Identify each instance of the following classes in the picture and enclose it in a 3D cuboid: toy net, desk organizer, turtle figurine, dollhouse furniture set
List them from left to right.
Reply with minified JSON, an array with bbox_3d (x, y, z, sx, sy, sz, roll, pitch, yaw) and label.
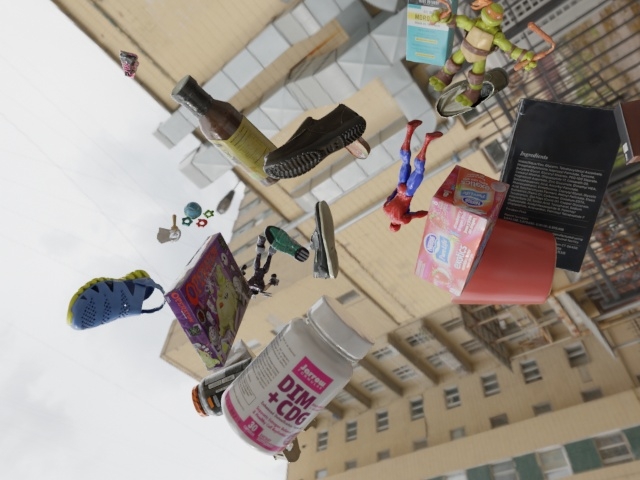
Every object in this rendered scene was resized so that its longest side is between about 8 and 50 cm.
[{"bbox_3d":[-0.496,-0.051,1.714,0.122,0.045,0.232,34,-125,5],"label":"toy net"},{"bbox_3d":[-0.113,0.698,1.675,0.161,0.182,0.101,-30,-89,-35],"label":"dollhouse furniture set"},{"bbox_3d":[0.293,-0.383,0.919,0.269,0.217,0.087,26,-119,4],"label":"turtle figurine"},{"bbox_3d":[0.689,-0.239,1.026,0.047,0.050,0.130,34,-130,-70],"label":"desk organizer"}]

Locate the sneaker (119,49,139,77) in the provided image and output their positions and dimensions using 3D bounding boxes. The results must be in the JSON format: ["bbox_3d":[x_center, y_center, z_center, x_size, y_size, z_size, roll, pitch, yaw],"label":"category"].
[{"bbox_3d":[-0.529,-0.483,1.296,0.047,0.057,0.119,14,179,-10],"label":"sneaker"}]

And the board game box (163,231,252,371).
[{"bbox_3d":[-0.258,0.132,1.151,0.208,0.056,0.347,61,-168,-18],"label":"board game box"}]

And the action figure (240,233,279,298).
[{"bbox_3d":[-0.253,0.122,1.994,0.185,0.285,0.099,16,-173,-18],"label":"action figure"}]

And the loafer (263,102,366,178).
[{"bbox_3d":[-0.019,-0.196,0.924,0.078,0.220,0.080,60,175,21],"label":"loafer"}]

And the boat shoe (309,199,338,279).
[{"bbox_3d":[0.000,0.000,1.367,0.084,0.079,0.233,-31,-62,-64],"label":"boat shoe"}]

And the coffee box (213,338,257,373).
[{"bbox_3d":[-0.251,0.487,1.646,0.246,0.141,0.098,55,169,-27],"label":"coffee box"}]

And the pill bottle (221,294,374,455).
[{"bbox_3d":[-0.040,0.250,0.895,0.160,0.283,0.160,42,-175,-4],"label":"pill bottle"}]

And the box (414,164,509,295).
[{"bbox_3d":[0.302,-0.017,1.030,0.128,0.122,0.257,-48,-27,-34],"label":"box"}]

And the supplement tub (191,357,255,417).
[{"bbox_3d":[-0.253,0.414,1.308,0.117,0.190,0.117,-24,-90,-86],"label":"supplement tub"}]

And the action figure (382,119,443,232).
[{"bbox_3d":[0.228,-0.139,1.095,0.139,0.280,0.091,-19,-132,-36],"label":"action figure"}]

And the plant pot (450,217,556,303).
[{"bbox_3d":[0.499,0.062,1.298,0.275,0.243,0.275,8,-90,-73],"label":"plant pot"}]

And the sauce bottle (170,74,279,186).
[{"bbox_3d":[-0.229,-0.279,1.212,0.344,0.111,0.111,41,-148,-35],"label":"sauce bottle"}]

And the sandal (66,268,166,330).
[{"bbox_3d":[-0.543,0.165,1.289,0.138,0.126,0.317,23,-160,16],"label":"sandal"}]

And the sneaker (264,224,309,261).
[{"bbox_3d":[-0.149,0.010,1.928,0.223,0.083,0.098,39,180,-25],"label":"sneaker"}]

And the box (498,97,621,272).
[{"bbox_3d":[0.743,-0.208,1.546,0.480,0.297,0.472,-34,-47,-63],"label":"box"}]

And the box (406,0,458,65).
[{"bbox_3d":[0.250,-0.516,1.044,0.060,0.100,0.244,-61,-22,-28],"label":"box"}]

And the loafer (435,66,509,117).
[{"bbox_3d":[0.447,-0.447,1.442,0.087,0.251,0.094,-42,-78,-37],"label":"loafer"}]

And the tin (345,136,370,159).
[{"bbox_3d":[0.138,-0.426,2.019,0.189,0.106,0.040,43,-110,-18],"label":"tin"}]
